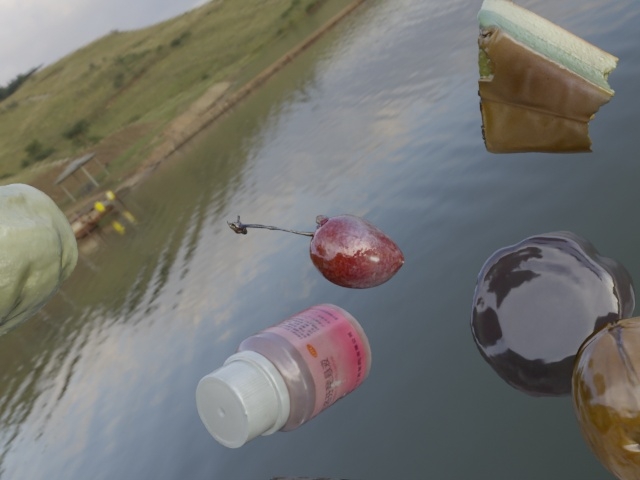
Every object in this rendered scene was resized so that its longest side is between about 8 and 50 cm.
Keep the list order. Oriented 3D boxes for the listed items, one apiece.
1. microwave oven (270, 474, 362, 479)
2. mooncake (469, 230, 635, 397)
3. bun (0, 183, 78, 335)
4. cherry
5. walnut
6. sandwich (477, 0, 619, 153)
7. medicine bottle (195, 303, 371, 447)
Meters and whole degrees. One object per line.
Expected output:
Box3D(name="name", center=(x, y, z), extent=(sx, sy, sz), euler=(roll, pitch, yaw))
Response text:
Box3D(name="microwave oven", center=(-0.039, 0.408, 0.791), extent=(0.178, 0.247, 0.188), euler=(3, -13, -42))
Box3D(name="mooncake", center=(0.348, 0.108, 1.027), extent=(0.245, 0.244, 0.133), euler=(-27, -9, 34))
Box3D(name="bun", center=(-0.389, 0.034, 0.735), extent=(0.260, 0.159, 0.259), euler=(-15, 12, 3))
Box3D(name="cherry", center=(0.000, 0.000, 0.874), extent=(0.226, 0.090, 0.107), euler=(19, 26, 18))
Box3D(name="walnut", center=(0.369, 0.185, 0.756), extent=(0.168, 0.207, 0.167), euler=(-26, 7, 4))
Box3D(name="sandwich", center=(0.327, -0.240, 0.983), extent=(0.186, 0.220, 0.108), euler=(2, 42, 25))
Box3D(name="medicine bottle", center=(-0.047, 0.186, 0.946), extent=(0.147, 0.147, 0.247), euler=(-23, -1, 43))
